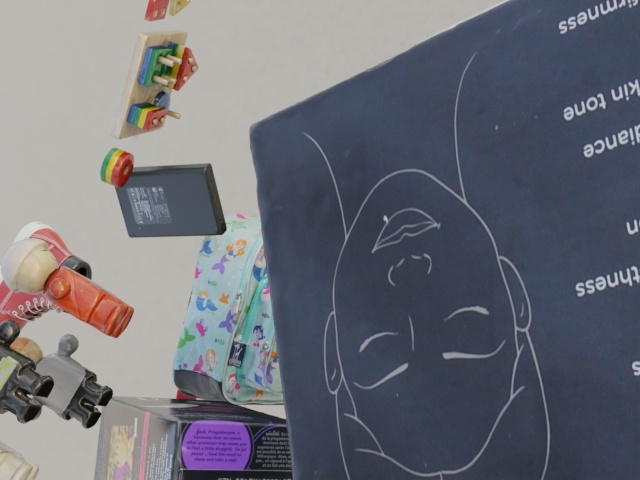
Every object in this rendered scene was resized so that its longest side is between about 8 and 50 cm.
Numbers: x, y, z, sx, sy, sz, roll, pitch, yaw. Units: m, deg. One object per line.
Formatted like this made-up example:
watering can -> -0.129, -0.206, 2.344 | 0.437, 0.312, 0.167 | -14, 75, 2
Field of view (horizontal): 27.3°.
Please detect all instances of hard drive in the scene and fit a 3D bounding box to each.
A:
hard drive -> -0.192, -0.049, 1.670 | 0.135, 0.022, 0.094 | -1, 116, 23

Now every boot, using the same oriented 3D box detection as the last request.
boot -> -0.470, 0.113, 2.155 | 0.176, 0.088, 0.244 | 38, 104, 36

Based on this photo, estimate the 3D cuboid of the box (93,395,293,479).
box -> -0.134, 0.256, 1.450 | 0.270, 0.165, 0.143 | 180, 96, -65

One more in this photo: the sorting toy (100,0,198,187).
sorting toy -> -0.195, -0.199, 1.638 | 0.046, 0.132, 0.275 | 21, 105, 12

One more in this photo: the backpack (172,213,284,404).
backpack -> -0.071, 0.092, 1.754 | 0.191, 0.225, 0.254 | 3, 85, 33

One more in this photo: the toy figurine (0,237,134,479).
toy figurine -> -0.308, 0.127, 1.319 | 0.148, 0.213, 0.210 | 30, 133, 12

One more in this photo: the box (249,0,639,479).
box -> 0.229, 0.080, 0.966 | 0.480, 0.297, 0.472 | -20, 69, 40

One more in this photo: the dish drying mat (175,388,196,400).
dish drying mat -> -0.184, 0.209, 1.820 | 0.008, 0.032, 0.083 | -13, 62, 55
